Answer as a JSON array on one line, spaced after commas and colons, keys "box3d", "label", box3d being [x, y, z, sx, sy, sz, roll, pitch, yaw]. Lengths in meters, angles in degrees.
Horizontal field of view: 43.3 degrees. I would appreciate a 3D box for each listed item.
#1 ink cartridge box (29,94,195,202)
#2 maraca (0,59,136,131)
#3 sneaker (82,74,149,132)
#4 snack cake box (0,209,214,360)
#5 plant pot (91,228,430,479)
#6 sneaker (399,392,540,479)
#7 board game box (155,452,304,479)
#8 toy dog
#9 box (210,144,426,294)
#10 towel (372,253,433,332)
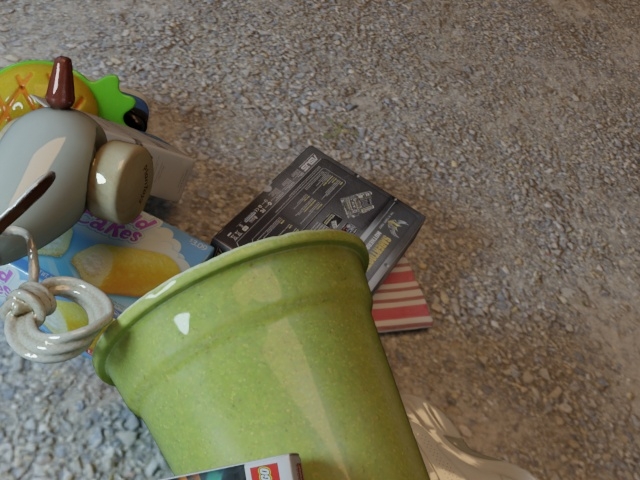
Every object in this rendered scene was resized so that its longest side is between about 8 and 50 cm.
[{"box3d": [-0.253, -0.107, 0.951, 0.180, 0.060, 0.104, 15, 12, -46], "label": "ink cartridge box"}, {"box3d": [-0.326, -0.159, 1.008, 0.186, 0.127, 0.099, 2, 14, -13], "label": "maraca"}, {"box3d": [-0.304, -0.173, 1.071, 0.152, 0.058, 0.084, 10, 35, -22], "label": "sneaker"}, {"box3d": [-0.269, 0.019, 0.872, 0.264, 0.089, 0.152, 27, 44, 6], "label": "snack cake box"}, {"box3d": [-0.027, 0.170, 0.717, 0.276, 0.276, 0.253, -14, 65, -32], "label": "plant pot"}, {"box3d": [0.135, 0.261, 0.803, 0.232, 0.090, 0.115, 31, 51, 22], "label": "sneaker"}, {"box3d": [-0.083, 0.314, 0.541, 0.193, 0.053, 0.305, -13, 72, 4], "label": "board game box"}, {"box3d": [-0.277, -0.053, 0.713, 0.220, 0.160, 0.333, 1, 32, -2], "label": "toy dog"}, {"box3d": [0.000, 0.000, 0.979, 0.183, 0.056, 0.231, 33, 46, 8], "label": "box"}, {"box3d": [0.047, 0.039, 1.024, 0.144, 0.029, 0.197, -3, 51, -23], "label": "towel"}]
